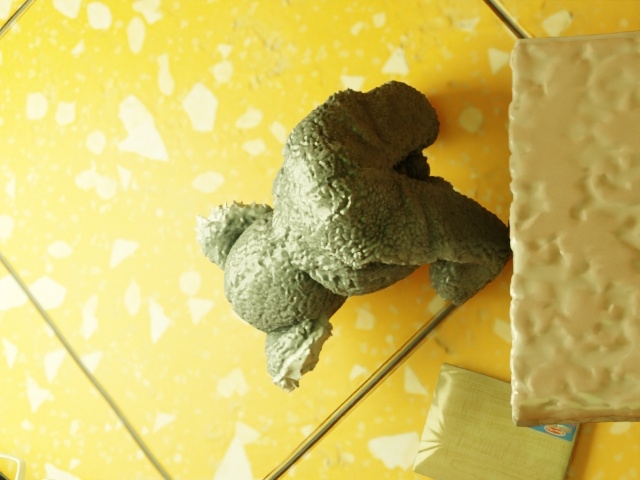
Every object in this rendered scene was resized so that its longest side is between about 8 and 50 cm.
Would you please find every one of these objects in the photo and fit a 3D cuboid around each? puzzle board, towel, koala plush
[{"bbox_3d":[0.147,0.165,1.543,0.128,0.011,0.096,16,92,23],"label":"puzzle board"},{"bbox_3d":[0.296,-0.015,1.377,0.317,0.053,0.331,-3,62,13],"label":"towel"},{"bbox_3d":[0.000,0.000,1.536,0.221,0.203,0.196,-39,71,29],"label":"koala plush"}]

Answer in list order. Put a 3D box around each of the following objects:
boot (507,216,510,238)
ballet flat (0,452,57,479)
[{"bbox_3d":[0.261,0.074,1.454,0.305,0.112,0.115,34,129,31],"label":"boot"},{"bbox_3d":[-0.275,0.237,1.695,0.203,0.074,0.074,27,97,25],"label":"ballet flat"}]
